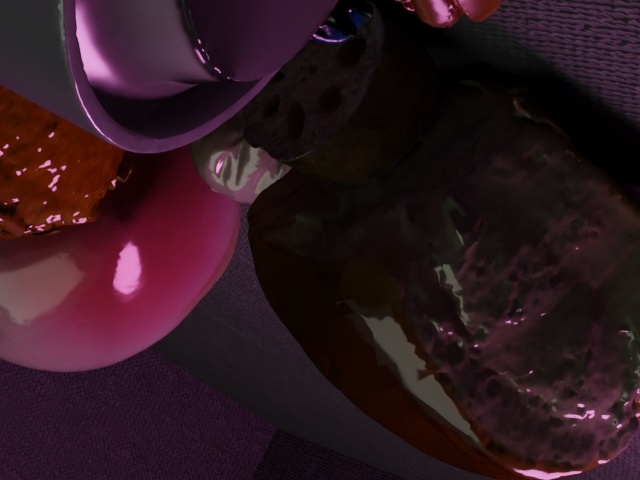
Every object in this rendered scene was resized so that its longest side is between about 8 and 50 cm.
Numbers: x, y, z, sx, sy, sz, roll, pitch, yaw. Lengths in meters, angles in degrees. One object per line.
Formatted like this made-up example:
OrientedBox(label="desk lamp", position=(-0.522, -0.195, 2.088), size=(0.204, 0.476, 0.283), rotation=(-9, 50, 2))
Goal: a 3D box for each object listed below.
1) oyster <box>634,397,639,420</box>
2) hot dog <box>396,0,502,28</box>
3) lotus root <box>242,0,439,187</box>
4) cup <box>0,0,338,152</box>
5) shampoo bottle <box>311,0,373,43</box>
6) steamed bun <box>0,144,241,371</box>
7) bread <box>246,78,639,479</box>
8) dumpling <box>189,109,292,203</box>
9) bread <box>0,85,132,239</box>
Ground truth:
OrientedBox(label="oyster", position=(0.267, 0.080, 1.473), size=(0.238, 0.114, 0.351), rotation=(34, 168, -32))
OrientedBox(label="hot dog", position=(0.038, -0.176, 0.976), size=(0.092, 0.062, 0.235), rotation=(26, 169, 29))
OrientedBox(label="lotus root", position=(0.015, -0.092, 1.248), size=(0.081, 0.122, 0.112), rotation=(37, -172, -35))
OrientedBox(label="cup", position=(-0.151, -0.216, 0.770), size=(0.372, 0.253, 0.253), rotation=(28, 170, 19))
OrientedBox(label="shampoo bottle", position=(-0.030, -0.163, 1.115), size=(0.087, 0.050, 0.183), rotation=(45, 177, -37))
OrientedBox(label="steamed bun", position=(-0.202, -0.032, 1.629), size=(0.309, 0.309, 0.309), rotation=(27, 169, 5))
OrientedBox(label="bread", position=(0.097, 0.030, 1.343), size=(0.250, 0.225, 0.279), rotation=(43, 172, -23))
OrientedBox(label="dumpling", position=(-0.040, -0.088, 1.498), size=(0.188, 0.108, 0.127), rotation=(30, 149, -2))
OrientedBox(label="bread", position=(-0.289, -0.153, 1.364), size=(0.358, 0.204, 0.337), rotation=(36, -175, 13))
